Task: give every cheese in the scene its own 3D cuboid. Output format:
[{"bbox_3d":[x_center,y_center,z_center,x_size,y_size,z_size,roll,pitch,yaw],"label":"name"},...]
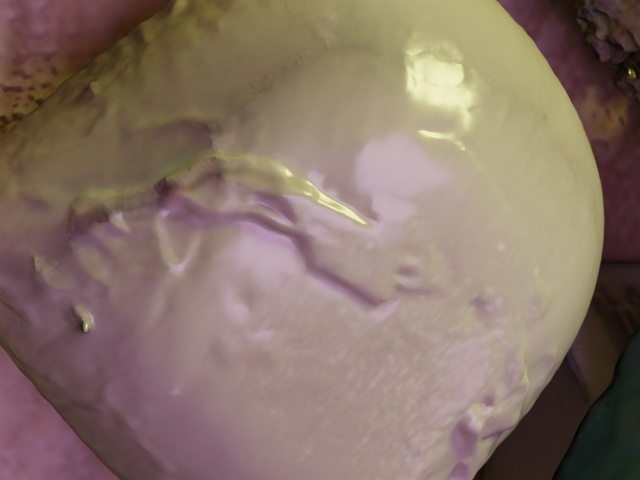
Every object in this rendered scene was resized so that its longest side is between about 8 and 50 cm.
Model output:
[{"bbox_3d":[0.000,0.000,0.638,0.189,0.154,0.198,-39,117,10],"label":"cheese"}]

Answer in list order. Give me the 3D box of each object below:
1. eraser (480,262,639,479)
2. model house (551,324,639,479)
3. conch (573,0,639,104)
[{"bbox_3d":[0.256,0.120,0.830,0.396,0.082,0.213,0,107,-24],"label":"eraser"},{"bbox_3d":[0.220,0.178,0.645,0.280,0.249,0.230,27,95,-28],"label":"model house"},{"bbox_3d":[0.178,-0.104,0.688,0.163,0.178,0.245,12,70,12],"label":"conch"}]
